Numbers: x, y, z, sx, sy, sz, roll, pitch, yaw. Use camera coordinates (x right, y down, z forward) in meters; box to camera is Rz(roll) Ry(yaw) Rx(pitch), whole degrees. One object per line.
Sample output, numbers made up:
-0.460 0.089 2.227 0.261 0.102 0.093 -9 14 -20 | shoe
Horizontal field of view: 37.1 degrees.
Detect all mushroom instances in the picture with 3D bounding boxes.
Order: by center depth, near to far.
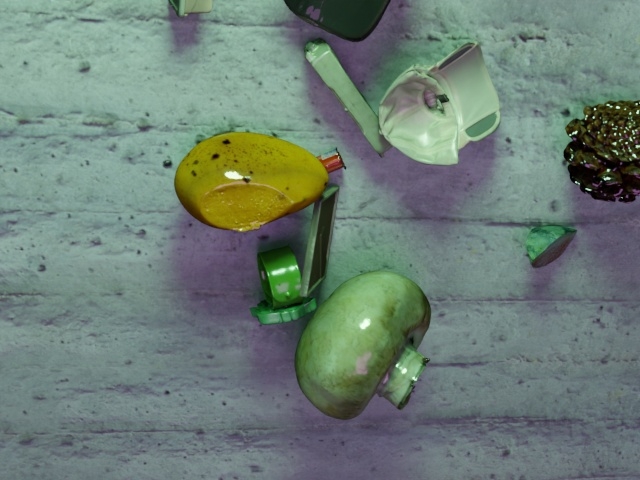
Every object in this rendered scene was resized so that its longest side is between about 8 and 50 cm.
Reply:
0.100 0.224 1.996 0.260 0.352 0.352 33 116 13 | mushroom

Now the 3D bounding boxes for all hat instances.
0.072 -0.525 1.632 0.238 0.209 0.336 26 134 -2 | hat
0.227 -0.276 1.829 0.164 0.226 0.219 0 127 39 | hat

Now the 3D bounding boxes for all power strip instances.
0.059 -0.268 1.817 0.048 0.080 0.286 -33 123 9 | power strip

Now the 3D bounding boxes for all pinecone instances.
0.594 -0.169 1.913 0.221 0.221 0.221 -5 123 -8 | pinecone

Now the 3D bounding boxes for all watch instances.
-0.092 0.089 1.991 0.131 0.165 0.152 -15 103 -9 | watch

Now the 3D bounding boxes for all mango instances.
-0.130 -0.119 1.808 0.290 0.191 0.160 -2 129 -3 | mango

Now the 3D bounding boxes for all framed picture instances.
0.000 0.000 1.916 0.015 0.150 0.203 13 108 13 | framed picture

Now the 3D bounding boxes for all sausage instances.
-0.023 -0.137 1.904 0.145 0.048 0.050 -22 100 3 | sausage

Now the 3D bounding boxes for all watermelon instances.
0.488 0.015 2.076 0.180 0.081 0.094 -5 108 -50 | watermelon

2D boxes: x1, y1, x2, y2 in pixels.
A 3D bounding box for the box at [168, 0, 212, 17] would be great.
-0.221 -0.452 1.644 0.062 0.089 0.122 -2 123 -21 | box
